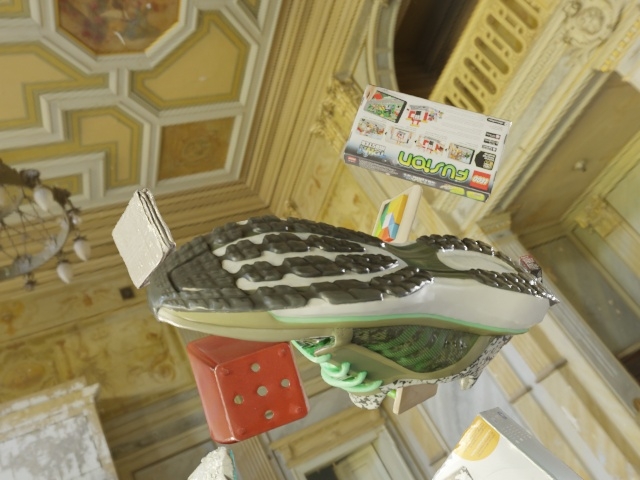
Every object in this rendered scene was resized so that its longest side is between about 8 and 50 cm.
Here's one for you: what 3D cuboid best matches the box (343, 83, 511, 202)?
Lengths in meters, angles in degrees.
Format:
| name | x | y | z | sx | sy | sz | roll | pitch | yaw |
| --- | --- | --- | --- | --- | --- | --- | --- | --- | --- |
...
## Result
| name | x | y | z | sx | sy | sz | roll | pitch | yaw |
| --- | --- | --- | --- | --- | --- | --- | --- | --- | --- |
| box | 0.146 | -0.137 | 0.800 | 0.036 | 0.207 | 0.114 | 72 | -144 | -75 |

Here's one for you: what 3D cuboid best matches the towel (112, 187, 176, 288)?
| name | x | y | z | sx | sy | sz | roll | pitch | yaw |
| --- | --- | --- | --- | --- | --- | --- | --- | --- | --- |
| towel | -0.466 | -0.001 | 1.508 | 0.049 | 0.187 | 0.282 | -20 | -11 | -40 |

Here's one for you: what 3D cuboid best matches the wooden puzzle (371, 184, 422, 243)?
| name | x | y | z | sx | sy | sz | roll | pitch | yaw |
| --- | --- | --- | --- | --- | --- | --- | --- | --- | --- |
| wooden puzzle | 0.234 | -0.063 | 1.887 | 0.044 | 0.221 | 0.238 | 24 | -16 | -17 |

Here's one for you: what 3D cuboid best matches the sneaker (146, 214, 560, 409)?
| name | x | y | z | sx | sy | sz | roll | pitch | yaw |
| --- | --- | --- | --- | --- | --- | --- | --- | --- | --- |
| sneaker | 0.043 | 0.093 | 0.539 | 0.410 | 0.158 | 0.182 | 6 | -69 | -27 |

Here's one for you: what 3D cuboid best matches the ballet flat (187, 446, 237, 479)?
| name | x | y | z | sx | sy | sz | roll | pitch | yaw |
| --- | --- | --- | --- | --- | --- | --- | --- | --- | --- |
| ballet flat | -0.301 | 0.681 | 1.578 | 0.147 | 0.147 | 0.409 | -20 | -29 | -22 |

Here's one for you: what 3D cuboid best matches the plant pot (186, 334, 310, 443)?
| name | x | y | z | sx | sy | sz | roll | pitch | yaw |
| --- | --- | --- | --- | --- | --- | --- | --- | --- | --- |
| plant pot | -0.163 | 0.350 | 1.409 | 0.267 | 0.267 | 0.236 | -16 | 0 | -15 |

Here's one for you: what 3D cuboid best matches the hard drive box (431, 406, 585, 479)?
| name | x | y | z | sx | sy | sz | roll | pitch | yaw |
| --- | --- | --- | --- | --- | --- | --- | --- | --- | --- |
| hard drive box | 0.316 | 0.419 | 0.928 | 0.089 | 0.232 | 0.181 | 11 | -68 | -52 |

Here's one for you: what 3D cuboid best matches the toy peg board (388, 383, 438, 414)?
| name | x | y | z | sx | sy | sz | roll | pitch | yaw |
| --- | --- | --- | --- | --- | --- | --- | --- | --- | --- |
| toy peg board | 0.213 | 0.302 | 1.361 | 0.161 | 0.079 | 0.161 | -9 | -68 | -46 |

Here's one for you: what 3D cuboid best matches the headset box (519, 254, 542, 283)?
| name | x | y | z | sx | sy | sz | roll | pitch | yaw |
| --- | --- | --- | --- | --- | --- | --- | --- | --- | --- |
| headset box | 0.538 | 0.080 | 1.473 | 0.032 | 0.083 | 0.062 | -13 | -62 | 2 |
